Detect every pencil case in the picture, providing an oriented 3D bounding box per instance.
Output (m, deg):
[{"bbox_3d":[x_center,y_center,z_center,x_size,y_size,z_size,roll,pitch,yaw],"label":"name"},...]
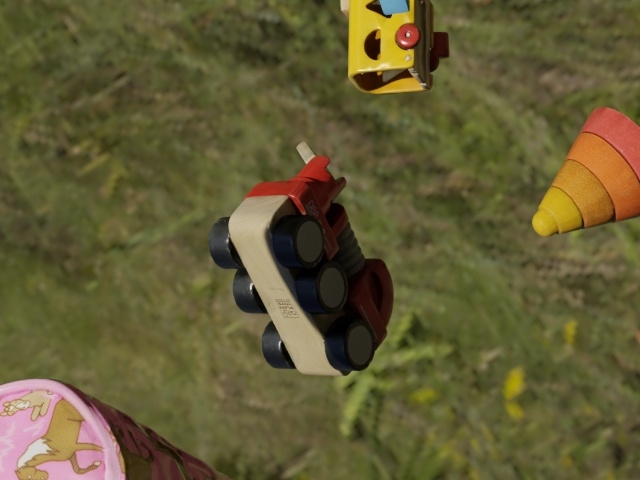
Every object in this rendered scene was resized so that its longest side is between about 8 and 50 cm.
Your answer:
[{"bbox_3d":[-0.155,0.228,1.390,0.160,0.167,0.386,50,-179,29],"label":"pencil case"}]

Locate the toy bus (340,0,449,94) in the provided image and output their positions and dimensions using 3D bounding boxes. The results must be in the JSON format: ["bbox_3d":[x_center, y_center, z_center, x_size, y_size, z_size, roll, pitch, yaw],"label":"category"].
[{"bbox_3d":[0.079,-0.271,2.060,0.202,0.104,0.191,-66,-33,-56],"label":"toy bus"}]

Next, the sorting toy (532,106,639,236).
[{"bbox_3d":[0.305,-0.020,1.563,0.127,0.126,0.365,61,165,-23],"label":"sorting toy"}]

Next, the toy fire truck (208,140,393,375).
[{"bbox_3d":[0.000,0.000,1.940,0.246,0.158,0.217,-52,-53,-39],"label":"toy fire truck"}]
